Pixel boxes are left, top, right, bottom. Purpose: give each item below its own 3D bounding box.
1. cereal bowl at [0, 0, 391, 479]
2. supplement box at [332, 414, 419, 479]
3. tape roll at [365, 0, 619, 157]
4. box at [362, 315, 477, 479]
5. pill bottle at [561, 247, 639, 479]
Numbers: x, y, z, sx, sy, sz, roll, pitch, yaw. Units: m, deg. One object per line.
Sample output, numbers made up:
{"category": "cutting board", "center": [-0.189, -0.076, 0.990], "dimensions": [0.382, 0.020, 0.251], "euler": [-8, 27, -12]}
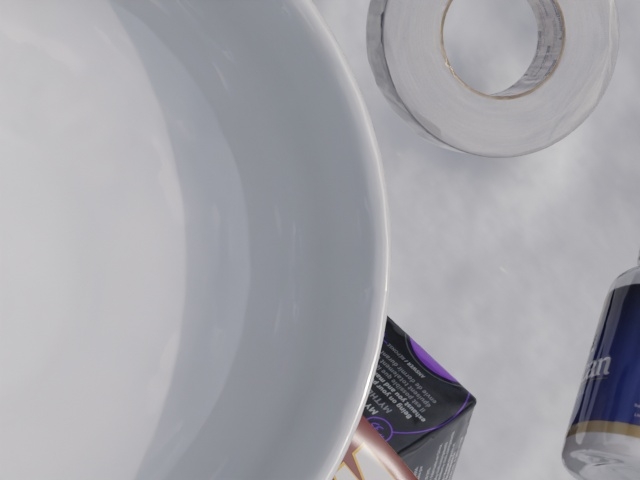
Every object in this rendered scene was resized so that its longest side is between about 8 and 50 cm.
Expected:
{"category": "cereal bowl", "center": [-0.149, 0.009, 0.639], "dimensions": [0.339, 0.141, 0.339], "euler": [2, 83, -19]}
{"category": "supplement box", "center": [-0.040, 0.140, 0.873], "dimensions": [0.129, 0.194, 0.191], "euler": [-42, 100, -13]}
{"category": "tape roll", "center": [0.154, -0.185, 1.449], "dimensions": [0.219, 0.072, 0.219], "euler": [-1, 96, -11]}
{"category": "box", "center": [-0.049, 0.163, 1.116], "dimensions": [0.270, 0.143, 0.165], "euler": [-27, 55, -33]}
{"category": "pill bottle", "center": [0.214, 0.073, 0.994], "dimensions": [0.094, 0.094, 0.169], "euler": [9, 64, 26]}
